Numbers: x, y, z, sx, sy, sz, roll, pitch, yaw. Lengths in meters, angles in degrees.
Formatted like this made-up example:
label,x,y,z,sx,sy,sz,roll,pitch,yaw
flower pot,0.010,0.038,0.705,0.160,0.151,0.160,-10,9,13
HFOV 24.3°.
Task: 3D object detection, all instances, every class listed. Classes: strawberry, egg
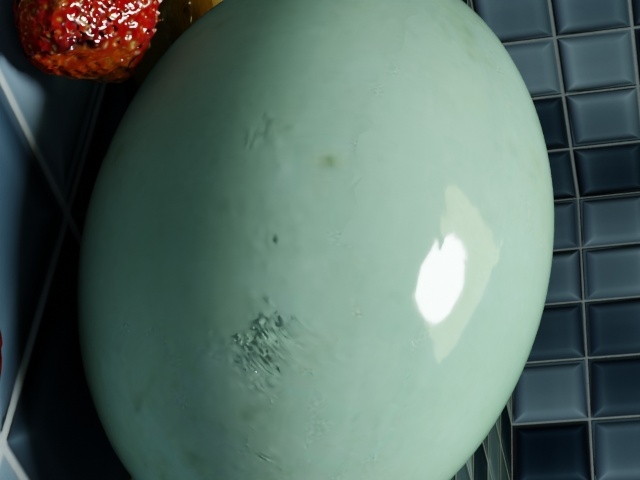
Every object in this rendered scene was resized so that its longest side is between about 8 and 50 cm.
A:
label,x,y,z,sx,sy,sz,roll,pitch,yaw
strawberry,-0.132,-0.126,0.825,0.096,0.083,0.083,-44,127,-69
egg,0.000,0.000,0.887,0.276,0.276,0.389,67,31,-53

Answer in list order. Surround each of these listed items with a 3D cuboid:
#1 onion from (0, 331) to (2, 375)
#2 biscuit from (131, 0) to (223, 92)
label,x,y,z,sx,sy,sz,roll,pitch,yaw
onion,-0.170,0.035,0.558,0.107,0.097,0.107,42,13,-12
biscuit,-0.092,-0.172,1.096,0.301,0.043,0.278,-65,146,-66
